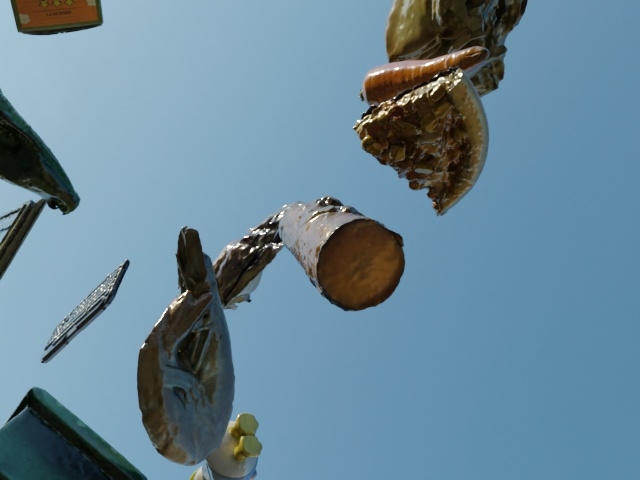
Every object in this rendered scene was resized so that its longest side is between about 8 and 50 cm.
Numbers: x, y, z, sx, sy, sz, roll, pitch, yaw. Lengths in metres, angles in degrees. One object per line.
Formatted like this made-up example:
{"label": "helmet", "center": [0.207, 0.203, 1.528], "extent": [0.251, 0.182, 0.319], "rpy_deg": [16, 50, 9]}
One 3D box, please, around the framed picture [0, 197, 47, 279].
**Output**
{"label": "framed picture", "center": [-0.323, 0.086, 0.595], "extent": [0.017, 0.274, 0.217], "rpy_deg": [35, -23, -27]}

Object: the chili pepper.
{"label": "chili pepper", "center": [-0.422, -0.118, 0.997], "extent": [0.108, 0.062, 0.216], "rpy_deg": [-30, -68, 19]}

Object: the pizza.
{"label": "pizza", "center": [0.094, -0.092, 0.675], "extent": [0.130, 0.041, 0.178], "rpy_deg": [18, -37, 1]}

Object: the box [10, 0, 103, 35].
{"label": "box", "center": [-0.564, -0.549, 1.498], "extent": [0.148, 0.177, 0.195], "rpy_deg": [101, -30, -48]}

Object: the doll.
{"label": "doll", "center": [-0.159, 0.371, 1.161], "extent": [0.135, 0.098, 0.241], "rpy_deg": [43, -42, 21]}

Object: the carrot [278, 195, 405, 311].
{"label": "carrot", "center": [0.000, 0.000, 0.807], "extent": [0.263, 0.101, 0.102], "rpy_deg": [-150, -130, -67]}

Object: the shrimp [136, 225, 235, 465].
{"label": "shrimp", "center": [-0.182, 0.138, 0.954], "extent": [0.077, 0.168, 0.317], "rpy_deg": [-9, -94, 29]}

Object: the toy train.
{"label": "toy train", "center": [-0.285, 0.269, 0.568], "extent": [0.145, 0.202, 0.266], "rpy_deg": [40, -73, 2]}

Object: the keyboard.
{"label": "keyboard", "center": [-0.399, 0.122, 1.203], "extent": [0.016, 0.106, 0.262], "rpy_deg": [35, -50, -23]}

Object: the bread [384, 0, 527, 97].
{"label": "bread", "center": [0.244, -0.419, 1.219], "extent": [0.370, 0.191, 0.314], "rpy_deg": [146, -46, -60]}

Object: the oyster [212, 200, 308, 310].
{"label": "oyster", "center": [-0.120, 0.024, 1.380], "extent": [0.100, 0.271, 0.275], "rpy_deg": [47, -28, 8]}

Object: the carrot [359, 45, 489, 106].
{"label": "carrot", "center": [0.129, -0.207, 0.895], "extent": [0.256, 0.061, 0.061], "rpy_deg": [-2, -72, 60]}
